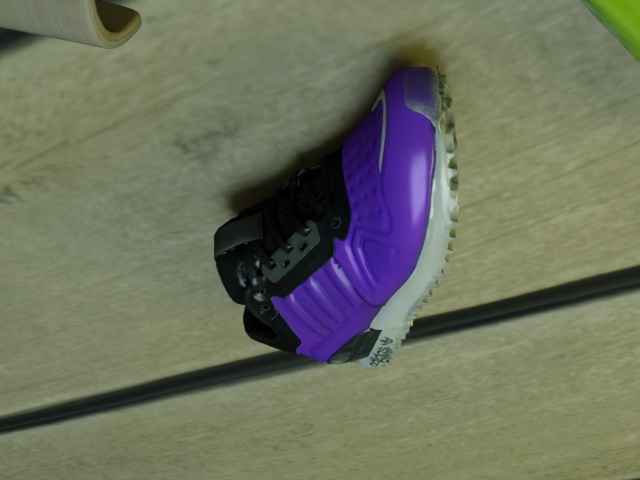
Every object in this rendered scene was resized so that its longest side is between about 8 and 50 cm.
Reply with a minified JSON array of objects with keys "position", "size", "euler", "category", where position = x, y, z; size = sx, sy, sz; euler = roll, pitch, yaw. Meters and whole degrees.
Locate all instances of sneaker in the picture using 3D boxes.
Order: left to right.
[{"position":[0.000,0.001,0.579],"size":[0.146,0.102,0.293],"euler":[7,142,-6],"category":"sneaker"}]

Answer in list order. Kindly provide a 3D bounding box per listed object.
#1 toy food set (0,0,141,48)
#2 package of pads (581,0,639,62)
[{"position":[-0.190,-0.220,0.328],"size":[0.220,0.092,0.306],"euler":[13,141,5],"category":"toy food set"},{"position":[0.258,-0.138,0.389],"size":[0.296,0.101,0.229],"euler":[31,134,-31],"category":"package of pads"}]
